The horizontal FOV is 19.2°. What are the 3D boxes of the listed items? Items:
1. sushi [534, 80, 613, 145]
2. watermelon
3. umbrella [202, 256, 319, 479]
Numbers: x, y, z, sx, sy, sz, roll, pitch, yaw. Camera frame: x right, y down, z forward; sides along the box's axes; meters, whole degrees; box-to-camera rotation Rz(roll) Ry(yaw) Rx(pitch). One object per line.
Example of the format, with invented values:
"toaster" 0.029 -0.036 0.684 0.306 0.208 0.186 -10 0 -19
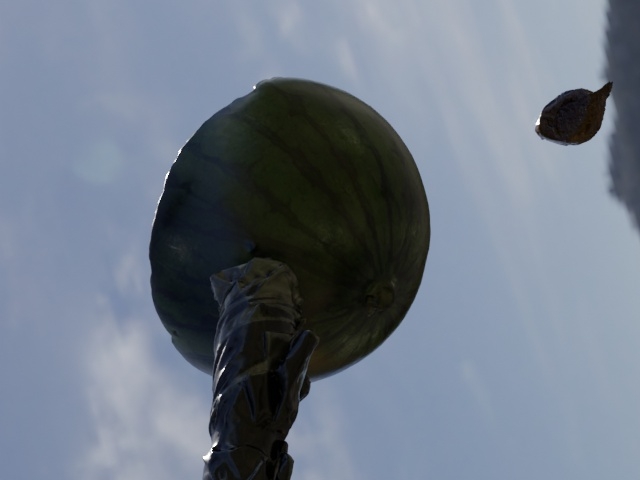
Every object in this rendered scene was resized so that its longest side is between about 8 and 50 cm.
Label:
"sushi" 0.245 -0.117 1.836 0.047 0.099 0.050 -4 -104 -46
"watermelon" 0.000 0.000 1.913 0.331 0.189 0.331 -19 -65 -49
"umbrella" -0.054 0.180 1.685 0.113 0.106 0.357 85 -173 -53
